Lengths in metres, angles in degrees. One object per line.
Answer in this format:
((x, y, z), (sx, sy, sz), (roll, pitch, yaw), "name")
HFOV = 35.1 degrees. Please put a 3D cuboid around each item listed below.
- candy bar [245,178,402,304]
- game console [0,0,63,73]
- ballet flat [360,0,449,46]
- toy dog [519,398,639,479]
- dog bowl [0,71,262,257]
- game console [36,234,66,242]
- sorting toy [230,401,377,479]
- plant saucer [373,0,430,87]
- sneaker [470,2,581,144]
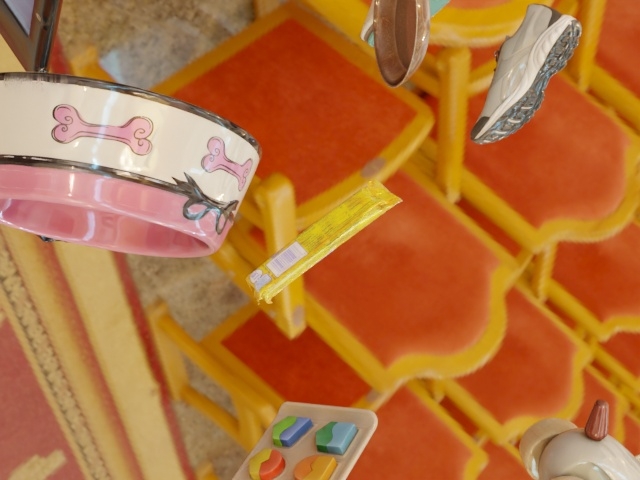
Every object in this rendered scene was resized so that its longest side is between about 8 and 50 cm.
((0.000, 0.000, 0.918), (0.161, 0.040, 0.018), (-38, 144, -8), "candy bar")
((-0.469, -0.443, 1.426), (0.060, 0.342, 0.386), (-28, 174, -25), "game console")
((0.185, -0.460, 1.660), (0.139, 0.139, 0.400), (-33, -179, -35), "ballet flat")
((0.396, 0.281, 1.209), (0.334, 0.220, 0.160), (8, 118, -27), "toy dog")
((-0.290, -0.084, 1.357), (0.408, 0.408, 0.150), (28, 68, -62), "dog bowl")
((-0.417, -0.084, 1.840), (0.361, 0.213, 0.044), (2, 135, -51), "game console")
((-0.032, 0.338, 1.606), (0.208, 0.193, 0.038), (-56, 134, -41), "sorting toy")
((0.127, -0.334, 1.554), (0.036, 0.198, 0.198), (-4, 132, -16), "plant saucer")
((0.340, -0.285, 1.763), (0.100, 0.108, 0.271), (-2, 130, -54), "sneaker")
